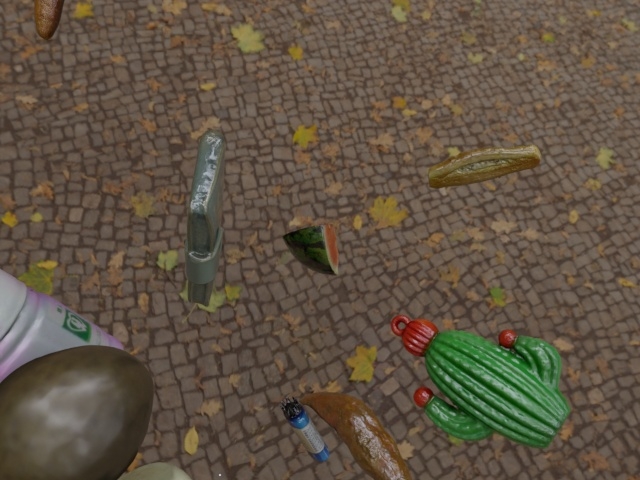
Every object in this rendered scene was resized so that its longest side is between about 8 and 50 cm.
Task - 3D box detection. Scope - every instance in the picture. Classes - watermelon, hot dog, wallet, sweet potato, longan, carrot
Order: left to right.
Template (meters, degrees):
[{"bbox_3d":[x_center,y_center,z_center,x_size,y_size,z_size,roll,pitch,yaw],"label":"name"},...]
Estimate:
[{"bbox_3d":[-0.443,-0.401,0.797,0.048,0.048,0.139,12,91,-6],"label":"carrot"},{"bbox_3d":[-0.410,0.293,0.799,0.258,0.258,0.258,5,64,-9],"label":"longan"},{"bbox_3d":[-0.250,-0.031,1.061,0.083,0.360,0.252,4,51,-11],"label":"wallet"},{"bbox_3d":[0.000,0.000,0.894,0.125,0.135,0.094,41,64,8],"label":"watermelon"},{"bbox_3d":[0.093,0.419,1.038,0.106,0.095,0.355,-48,50,-7],"label":"sweet potato"},{"bbox_3d":[0.201,-0.096,0.604,0.137,0.044,0.028,-12,46,14],"label":"hot dog"}]

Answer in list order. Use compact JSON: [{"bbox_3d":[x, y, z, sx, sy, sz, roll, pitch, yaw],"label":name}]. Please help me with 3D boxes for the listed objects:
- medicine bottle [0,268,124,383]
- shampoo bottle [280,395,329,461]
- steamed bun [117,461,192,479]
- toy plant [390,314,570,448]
[{"bbox_3d":[-0.581,0.212,0.955,0.212,0.325,0.212,-22,43,22],"label":"medicine bottle"},{"bbox_3d":[-0.041,0.460,1.195,0.050,0.087,0.183,-34,114,-18],"label":"shampoo bottle"},{"bbox_3d":[-0.355,0.595,0.921,0.273,0.290,0.273,-8,20,7],"label":"steamed bun"},{"bbox_3d":[0.201,0.190,0.651,0.241,0.088,0.154,3,86,31],"label":"toy plant"}]
